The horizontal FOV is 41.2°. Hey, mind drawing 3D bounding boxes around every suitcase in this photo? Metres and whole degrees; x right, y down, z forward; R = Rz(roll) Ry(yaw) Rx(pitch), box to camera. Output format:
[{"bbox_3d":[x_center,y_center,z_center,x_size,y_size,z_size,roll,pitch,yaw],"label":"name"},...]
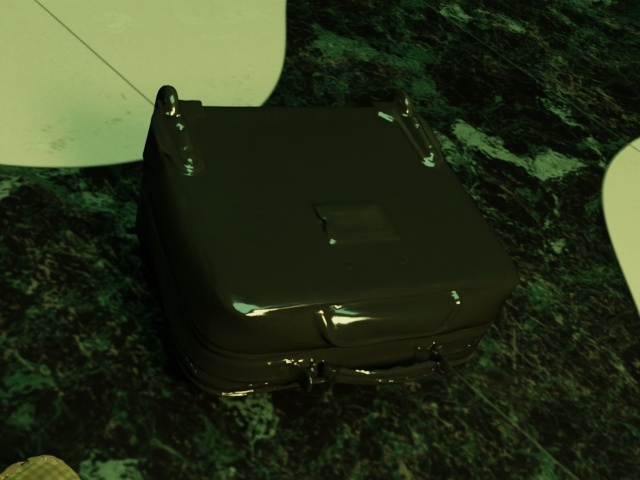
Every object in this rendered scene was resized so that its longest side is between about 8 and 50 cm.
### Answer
[{"bbox_3d":[0.000,0.000,0.886,0.345,0.188,0.339,-3,45,-28],"label":"suitcase"}]

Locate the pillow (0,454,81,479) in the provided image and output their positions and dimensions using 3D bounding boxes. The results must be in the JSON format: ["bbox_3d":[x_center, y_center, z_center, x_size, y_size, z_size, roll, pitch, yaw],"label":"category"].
[{"bbox_3d":[-0.188,0.256,0.650,0.211,0.034,0.135,31,44,13],"label":"pillow"}]
